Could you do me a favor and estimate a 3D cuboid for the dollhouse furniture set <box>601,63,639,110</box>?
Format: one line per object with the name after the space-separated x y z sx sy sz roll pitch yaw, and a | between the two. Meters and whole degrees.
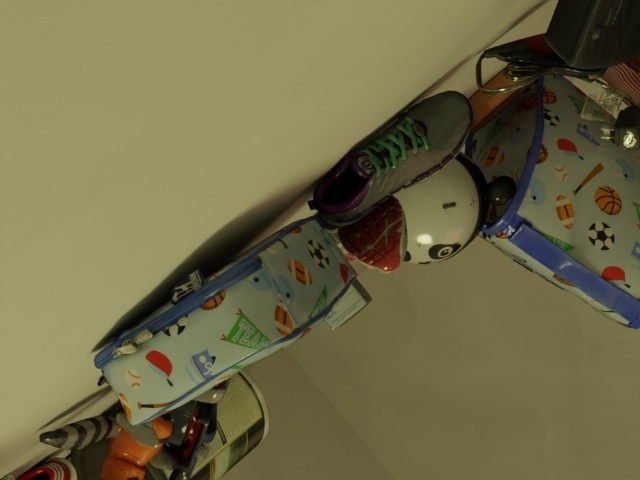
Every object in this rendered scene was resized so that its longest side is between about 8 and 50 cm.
0.499 -0.316 1.831 0.152 0.201 0.374 -40 176 -2 | dollhouse furniture set

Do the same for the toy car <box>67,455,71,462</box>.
-0.374 0.448 2.115 0.155 0.188 0.149 -39 175 -16 | toy car

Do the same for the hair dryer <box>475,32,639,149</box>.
0.338 -0.256 1.483 0.293 0.224 0.080 -57 169 -36 | hair dryer

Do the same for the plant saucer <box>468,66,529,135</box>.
0.274 -0.223 1.921 0.200 0.037 0.200 -39 175 -4 | plant saucer

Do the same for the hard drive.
0.326 -0.276 1.307 0.255 0.054 0.172 -20 132 -56 | hard drive

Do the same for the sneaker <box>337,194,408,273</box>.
0.075 -0.011 1.510 0.088 0.092 0.225 -33 -159 7 | sneaker

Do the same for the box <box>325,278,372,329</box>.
0.010 0.067 1.918 0.072 0.137 0.126 -39 175 5 | box

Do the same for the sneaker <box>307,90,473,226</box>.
0.085 -0.094 1.402 0.224 0.083 0.098 -40 170 8 | sneaker

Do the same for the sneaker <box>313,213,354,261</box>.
0.000 0.000 1.698 0.170 0.074 0.063 -18 163 38 | sneaker

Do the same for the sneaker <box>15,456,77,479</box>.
-0.479 0.421 1.837 0.221 0.087 0.128 -52 167 -1 | sneaker

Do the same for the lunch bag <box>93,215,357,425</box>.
-0.107 0.088 1.335 0.243 0.115 0.303 -31 179 27 | lunch bag

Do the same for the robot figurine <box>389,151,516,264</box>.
0.158 -0.052 1.757 0.209 0.173 0.278 -51 173 12 | robot figurine

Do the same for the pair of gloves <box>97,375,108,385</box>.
-0.250 0.160 1.531 0.074 0.010 0.083 -40 174 -1 | pair of gloves

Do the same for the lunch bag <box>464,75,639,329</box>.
0.406 -0.058 1.997 0.239 0.328 0.385 -46 -159 33 | lunch bag

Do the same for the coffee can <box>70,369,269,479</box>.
-0.244 0.331 1.988 0.275 0.201 0.201 -35 173 -46 | coffee can

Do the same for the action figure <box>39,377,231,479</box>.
-0.223 0.210 1.628 0.330 0.178 0.341 -51 165 -69 | action figure

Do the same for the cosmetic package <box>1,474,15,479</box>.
-0.497 0.486 1.707 0.309 0.160 0.113 -45 173 36 | cosmetic package
